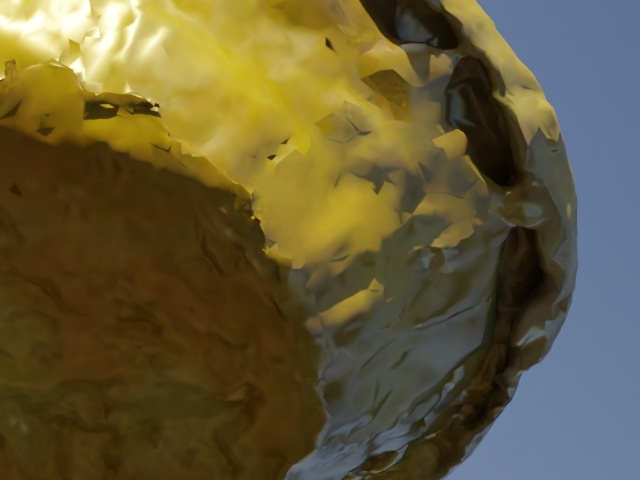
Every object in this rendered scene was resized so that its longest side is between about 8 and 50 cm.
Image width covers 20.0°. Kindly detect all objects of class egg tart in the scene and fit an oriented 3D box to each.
[{"bbox_3d":[-0.091,0.001,0.739,0.387,0.169,0.388,8,-53,12],"label":"egg tart"}]
